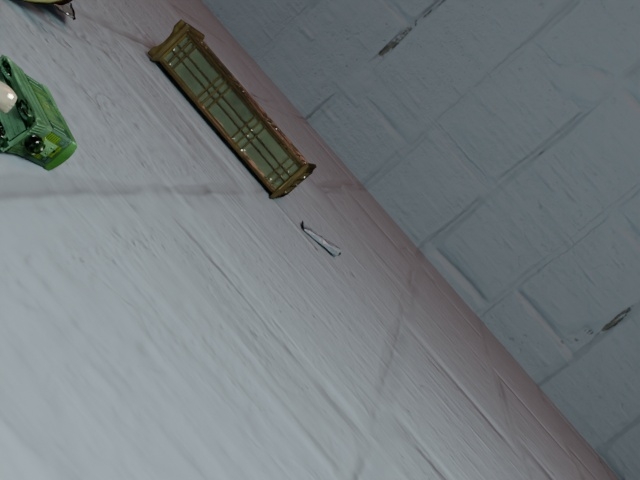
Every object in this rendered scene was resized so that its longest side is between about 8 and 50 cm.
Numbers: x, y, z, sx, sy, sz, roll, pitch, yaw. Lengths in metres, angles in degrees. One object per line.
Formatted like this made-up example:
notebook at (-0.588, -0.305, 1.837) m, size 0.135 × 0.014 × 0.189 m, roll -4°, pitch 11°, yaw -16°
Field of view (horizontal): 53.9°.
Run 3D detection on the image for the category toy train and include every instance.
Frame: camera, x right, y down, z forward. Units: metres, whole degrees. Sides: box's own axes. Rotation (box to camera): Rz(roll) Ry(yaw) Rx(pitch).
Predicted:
toy train at (-0.230, -0.097, 0.490) m, size 0.093 × 0.038 × 0.056 m, roll 54°, pitch 6°, yaw 27°

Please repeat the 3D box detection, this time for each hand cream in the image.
hand cream at (0.000, 0.000, 1.094) m, size 0.093 × 0.019 × 0.030 m, roll 36°, pitch 17°, yaw -23°

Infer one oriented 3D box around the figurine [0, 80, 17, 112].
figurine at (-0.252, -0.093, 0.320) m, size 0.083 × 0.083 × 0.187 m, roll 53°, pitch 18°, yaw 22°

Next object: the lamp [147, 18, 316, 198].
lamp at (-0.147, -0.218, 1.072) m, size 0.325 × 0.090 × 0.089 m, roll 50°, pitch 10°, yaw 2°

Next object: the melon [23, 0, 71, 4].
melon at (-0.340, -0.332, 0.696) m, size 0.160 × 0.079 × 0.128 m, roll 31°, pitch 31°, yaw -43°

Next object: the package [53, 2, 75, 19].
package at (-0.386, -0.359, 0.791) m, size 0.173 × 0.027 × 0.171 m, roll 39°, pitch 15°, yaw -42°
